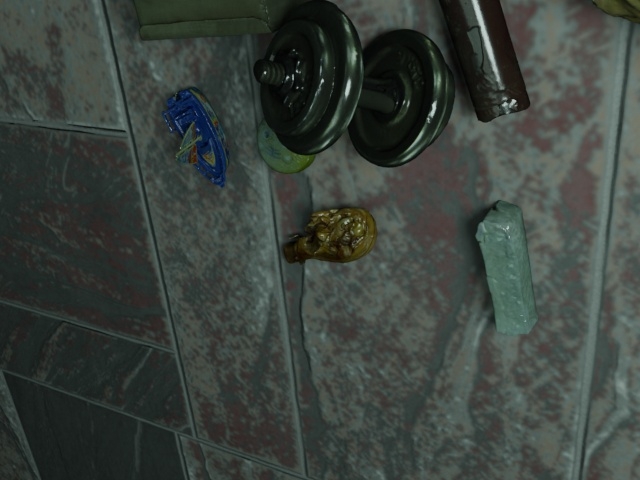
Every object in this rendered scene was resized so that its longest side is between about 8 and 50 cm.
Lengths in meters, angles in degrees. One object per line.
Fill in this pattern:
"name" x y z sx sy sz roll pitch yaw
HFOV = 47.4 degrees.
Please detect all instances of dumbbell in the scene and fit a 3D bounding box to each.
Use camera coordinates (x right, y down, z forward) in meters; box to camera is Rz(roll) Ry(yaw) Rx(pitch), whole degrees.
"dumbbell" 0.043 -0.196 0.946 0.192 0.289 0.192 -7 81 54

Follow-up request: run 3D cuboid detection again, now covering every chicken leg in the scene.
"chicken leg" 0.002 0.001 1.194 0.207 0.101 0.085 -17 76 47

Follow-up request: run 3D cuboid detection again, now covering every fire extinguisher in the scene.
"fire extinguisher" 0.185 -0.279 0.910 0.072 0.089 0.268 6 123 58

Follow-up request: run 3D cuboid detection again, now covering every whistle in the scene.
"whistle" -0.040 -0.197 1.130 0.104 0.057 0.198 27 120 23

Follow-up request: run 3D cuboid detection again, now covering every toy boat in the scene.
"toy boat" -0.213 -0.160 1.218 0.091 0.110 0.175 -17 108 38

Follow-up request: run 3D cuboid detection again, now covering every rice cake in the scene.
"rice cake" 0.273 0.048 1.061 0.063 0.069 0.207 0 115 32

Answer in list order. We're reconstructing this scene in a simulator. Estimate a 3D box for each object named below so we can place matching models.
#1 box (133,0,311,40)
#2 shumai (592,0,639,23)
"box" -0.140 -0.372 1.018 0.231 0.155 0.149 6 119 31
"shumai" 0.321 -0.322 0.689 0.267 0.262 0.314 -23 105 40
